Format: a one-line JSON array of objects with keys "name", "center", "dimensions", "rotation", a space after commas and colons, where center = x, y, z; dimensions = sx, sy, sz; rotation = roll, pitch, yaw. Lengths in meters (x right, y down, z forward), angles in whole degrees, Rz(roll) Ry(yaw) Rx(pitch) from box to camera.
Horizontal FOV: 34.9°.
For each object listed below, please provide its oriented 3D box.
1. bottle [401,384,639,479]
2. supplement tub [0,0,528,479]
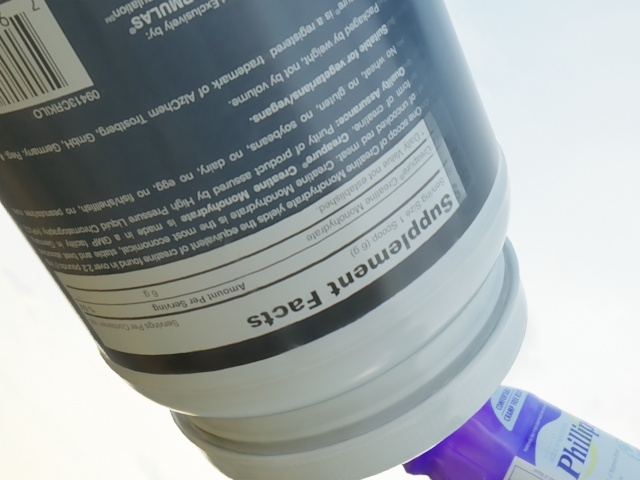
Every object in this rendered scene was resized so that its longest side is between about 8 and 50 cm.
[{"name": "bottle", "center": [0.149, 0.167, 0.758], "dimensions": [0.283, 0.118, 0.092], "rotation": [27, -66, 13]}, {"name": "supplement tub", "center": [-0.038, -0.054, 0.407], "dimensions": [0.191, 0.191, 0.272], "rotation": [18, -39, 51]}]
